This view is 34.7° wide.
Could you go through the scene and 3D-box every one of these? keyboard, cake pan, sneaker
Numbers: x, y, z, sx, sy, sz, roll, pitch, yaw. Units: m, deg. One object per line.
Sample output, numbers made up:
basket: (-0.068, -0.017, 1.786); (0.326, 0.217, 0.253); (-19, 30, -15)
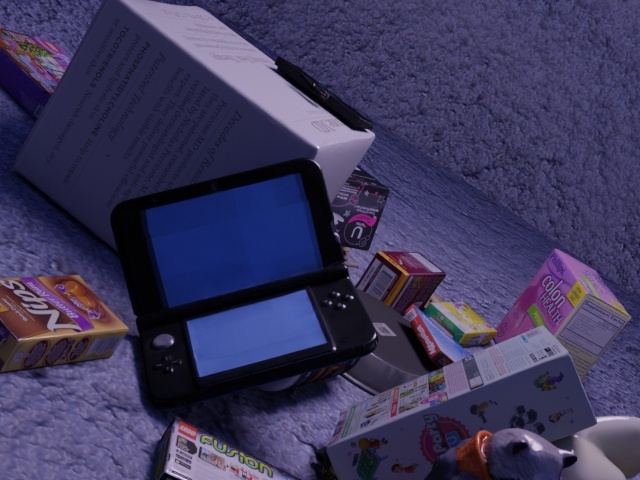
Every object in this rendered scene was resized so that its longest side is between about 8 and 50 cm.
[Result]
keyboard: (0.001, -0.236, 1.652); (0.180, 0.023, 0.108); (39, 10, 18)
cake pan: (0.088, 0.169, 1.752); (0.293, 0.054, 0.293); (31, 18, -11)
sneaker: (0.017, 0.302, 1.323); (0.035, 0.031, 0.083); (-8, 44, -17)

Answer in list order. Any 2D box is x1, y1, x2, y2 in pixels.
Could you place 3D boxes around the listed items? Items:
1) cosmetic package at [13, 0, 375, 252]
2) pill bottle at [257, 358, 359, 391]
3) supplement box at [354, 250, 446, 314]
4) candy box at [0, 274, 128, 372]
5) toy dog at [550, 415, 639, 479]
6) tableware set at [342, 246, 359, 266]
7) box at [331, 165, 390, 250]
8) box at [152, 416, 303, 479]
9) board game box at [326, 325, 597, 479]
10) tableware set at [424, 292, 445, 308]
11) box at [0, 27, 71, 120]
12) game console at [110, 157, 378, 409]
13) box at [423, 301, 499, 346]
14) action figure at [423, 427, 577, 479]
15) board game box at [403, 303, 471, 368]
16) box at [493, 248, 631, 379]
cosmetic package: (-0.190, -0.142, 1.638); (0.394, 0.327, 0.329); (37, 18, 9)
pill bottle: (-0.015, 0.143, 1.510); (0.130, 0.130, 0.246); (41, 19, 22)
supplement box: (0.156, 0.084, 2.013); (0.081, 0.104, 0.188); (40, 18, 25)
candy box: (-0.330, 0.095, 1.215); (0.109, 0.053, 0.187); (42, 20, 23)
toy dog: (0.284, 0.403, 1.114); (0.396, 0.284, 0.408); (14, 23, -16)
tableware set: (0.000, 0.000, 2.071); (0.128, 0.039, 0.194); (42, 19, 27)
box: (-0.021, -0.087, 2.012); (0.247, 0.142, 0.163); (11, 17, -30)
box: (-0.088, 0.286, 1.157); (0.207, 0.036, 0.114); (29, 18, -12)
board game box: (0.170, 0.219, 1.281); (0.224, 0.304, 0.097); (-21, 88, -83)
tableware set: (0.207, 0.100, 2.184); (0.141, 0.020, 0.169); (51, 16, 30)
box: (-0.512, -0.298, 1.935); (0.293, 0.057, 0.201); (42, 19, 27)
game console: (-0.102, 0.048, 1.308); (0.293, 0.173, 0.250); (-15, 32, -7)
box: (0.294, 0.173, 2.127); (0.105, 0.043, 0.179); (43, 22, 28)
action figure: (0.112, 0.311, 0.946); (0.179, 0.330, 0.341); (35, 17, -3)
board game box: (0.263, 0.232, 1.819); (0.281, 0.027, 0.145); (41, 13, -30)
box: (0.492, 0.178, 2.126); (0.117, 0.243, 0.213); (29, 19, -16)
